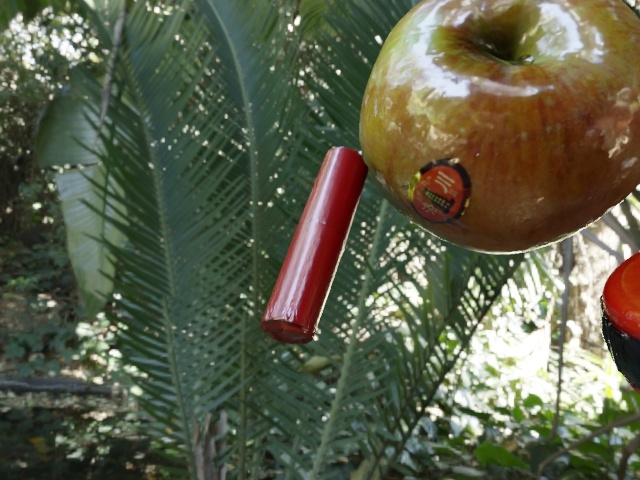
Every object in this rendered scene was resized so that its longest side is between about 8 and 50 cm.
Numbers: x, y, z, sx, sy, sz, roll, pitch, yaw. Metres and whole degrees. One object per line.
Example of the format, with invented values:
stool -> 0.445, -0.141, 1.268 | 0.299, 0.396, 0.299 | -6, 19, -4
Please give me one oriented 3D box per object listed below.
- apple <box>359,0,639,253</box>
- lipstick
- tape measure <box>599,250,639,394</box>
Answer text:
apple -> 0.254, -0.170, 0.769 | 0.400, 0.400, 0.333 | 2, -28, 12
lipstick -> -0.001, 0.000, 0.690 | 0.073, 0.280, 0.073 | 14, -32, 9
tape measure -> 0.410, 0.070, 0.501 | 0.260, 0.114, 0.253 | -11, 17, 38
